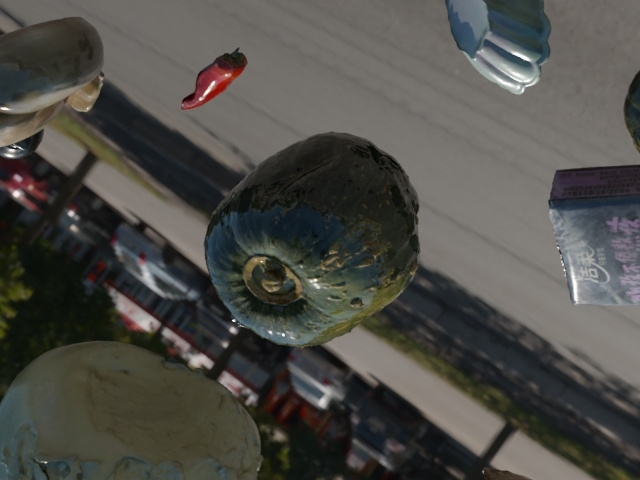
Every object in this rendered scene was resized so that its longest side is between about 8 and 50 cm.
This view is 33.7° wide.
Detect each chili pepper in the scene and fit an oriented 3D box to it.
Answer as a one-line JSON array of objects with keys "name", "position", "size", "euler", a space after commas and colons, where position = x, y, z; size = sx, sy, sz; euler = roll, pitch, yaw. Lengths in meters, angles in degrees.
[{"name": "chili pepper", "position": [-0.140, -0.195, 1.330], "size": [0.178, 0.045, 0.027], "euler": [-28, 79, 52]}]

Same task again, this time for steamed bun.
[{"name": "steamed bun", "position": [-0.258, 0.306, 1.325], "size": [0.334, 0.233, 0.312], "euler": [18, 132, -3]}]

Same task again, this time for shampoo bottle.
[{"name": "shampoo bottle", "position": [-0.535, -0.199, 1.836], "size": [0.101, 0.101, 0.284], "euler": [40, 180, -24]}]

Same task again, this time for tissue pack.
[{"name": "tissue pack", "position": [0.580, -0.008, 1.771], "size": [0.361, 0.122, 0.259], "euler": [-3, 129, 26]}]

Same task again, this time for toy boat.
[{"name": "toy boat", "position": [0.304, -0.399, 1.898], "size": [0.199, 0.100, 0.290], "euler": [-56, 45, 50]}]

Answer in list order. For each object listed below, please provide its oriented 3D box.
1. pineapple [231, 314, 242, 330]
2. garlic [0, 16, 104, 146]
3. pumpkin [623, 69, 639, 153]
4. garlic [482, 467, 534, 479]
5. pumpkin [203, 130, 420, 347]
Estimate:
[{"name": "pineapple", "position": [-0.075, 0.118, 2.007], "size": [0.108, 0.198, 0.108], "euler": [159, 90, -77]}, {"name": "garlic", "position": [-0.441, -0.230, 1.575], "size": [0.279, 0.325, 0.132], "euler": [-36, 92, 39]}, {"name": "pumpkin", "position": [0.579, -0.200, 1.553], "size": [0.260, 0.260, 0.189], "euler": [43, -176, -38]}, {"name": "garlic", "position": [0.325, 0.439, 1.618], "size": [0.206, 0.115, 0.128], "euler": [66, -158, 7]}, {"name": "pumpkin", "position": [0.000, 0.000, 1.551], "size": [0.328, 0.257, 0.291], "euler": [-26, 110, 37]}]
